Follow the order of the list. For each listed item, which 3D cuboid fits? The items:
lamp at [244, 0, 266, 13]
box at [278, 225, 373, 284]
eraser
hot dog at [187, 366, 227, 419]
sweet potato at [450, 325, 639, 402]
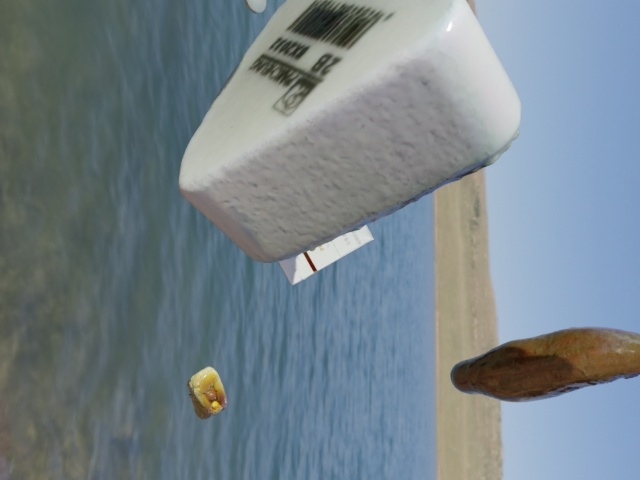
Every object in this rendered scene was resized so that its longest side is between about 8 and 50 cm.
[{"bbox_3d":[-0.142,-0.451,1.085,0.198,0.056,0.050,38,60,-47],"label":"lamp"},{"bbox_3d":[0.000,0.000,1.076,0.084,0.154,0.040,61,2,-3],"label":"box"},{"bbox_3d":[0.042,-0.145,0.672,0.150,0.331,0.331,48,35,-37],"label":"eraser"},{"bbox_3d":[-0.111,0.161,0.668,0.030,0.034,0.090,-34,153,-24],"label":"hot dog"},{"bbox_3d":[0.198,0.120,0.627,0.078,0.255,0.058,-13,82,-37],"label":"sweet potato"}]
